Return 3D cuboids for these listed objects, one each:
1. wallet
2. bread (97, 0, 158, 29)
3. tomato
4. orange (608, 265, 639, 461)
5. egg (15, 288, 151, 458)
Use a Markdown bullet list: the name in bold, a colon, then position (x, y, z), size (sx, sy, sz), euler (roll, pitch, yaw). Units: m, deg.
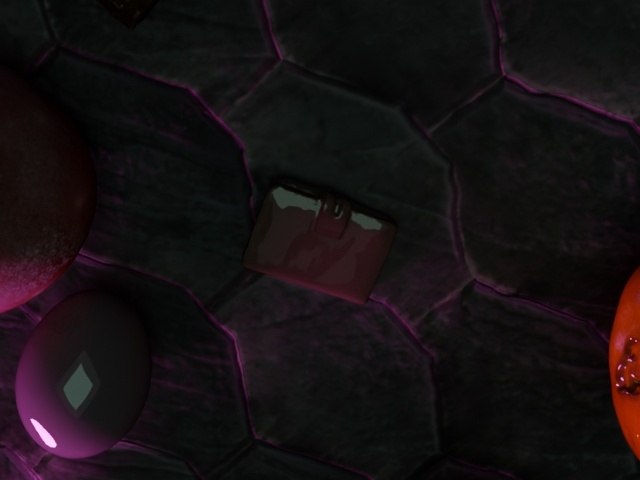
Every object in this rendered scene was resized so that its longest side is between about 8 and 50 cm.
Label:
- **wallet**: position (0.000, 0.000, 1.108), size (0.152, 0.039, 0.118), euler (21, 114, -9)
- **bread**: position (-0.279, -0.395, 0.926), size (0.416, 0.113, 0.165), euler (43, 109, -14)
- **tomato**: position (-0.368, -0.046, 1.010), size (0.270, 0.227, 0.270), euler (2, 110, 5)
- **orange**: position (0.437, 0.130, 0.997), size (0.312, 0.312, 0.312), euler (1, 112, 3)
- **egg**: position (-0.262, 0.149, 1.124), size (0.146, 0.146, 0.199), euler (20, 105, -5)
